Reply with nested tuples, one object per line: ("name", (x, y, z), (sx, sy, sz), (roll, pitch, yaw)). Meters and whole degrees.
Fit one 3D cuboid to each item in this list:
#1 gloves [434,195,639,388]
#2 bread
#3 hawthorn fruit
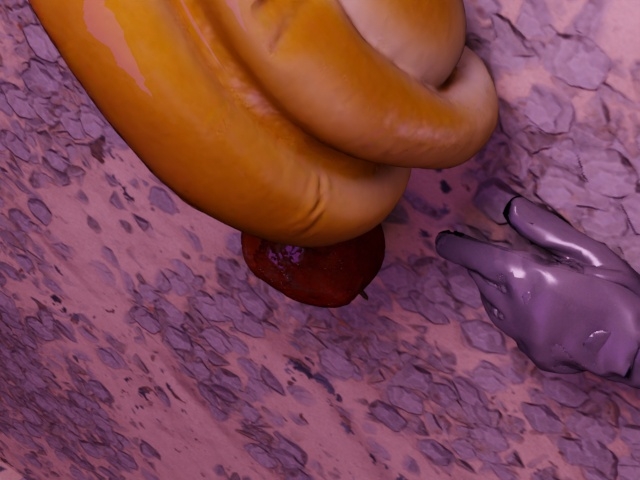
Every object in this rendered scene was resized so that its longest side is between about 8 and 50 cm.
("gloves", (0.233, 0.053, 1.007), (0.285, 0.119, 0.142), (25, 111, 24))
("bread", (-0.039, -0.197, 0.850), (0.245, 0.329, 0.424), (-30, 124, 18))
("hawthorn fruit", (0.000, 0.000, 1.115), (0.172, 0.148, 0.148), (42, 146, -26))
